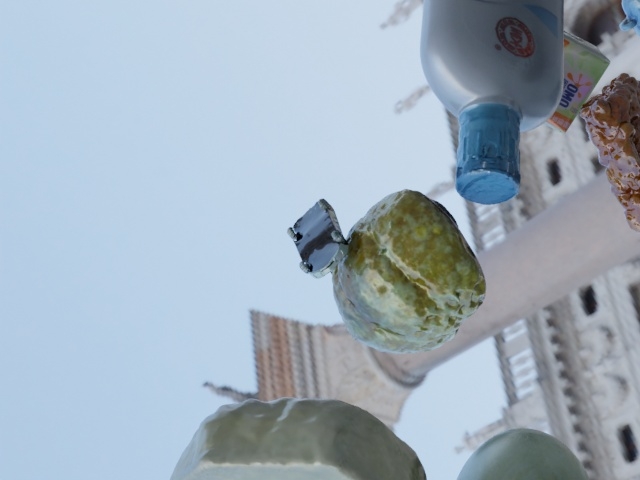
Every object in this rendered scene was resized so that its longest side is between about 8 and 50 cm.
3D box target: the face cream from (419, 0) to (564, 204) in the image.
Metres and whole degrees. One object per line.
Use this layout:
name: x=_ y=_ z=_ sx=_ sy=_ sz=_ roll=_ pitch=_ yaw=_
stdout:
face cream: x=0.174 y=-0.193 z=1.082 sx=0.163 sy=0.080 sz=0.336 roll=19 pitch=-122 yaw=-19

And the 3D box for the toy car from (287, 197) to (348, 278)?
toy car: x=0.000 y=0.000 z=1.928 sx=0.056 sy=0.095 sz=0.205 roll=39 pitch=-165 yaw=-32

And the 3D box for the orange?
orange: x=0.140 y=0.086 z=1.952 sx=0.271 sy=0.368 sz=0.210 roll=44 pitch=-123 yaw=13

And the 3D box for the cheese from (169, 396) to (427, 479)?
cheese: x=-0.020 y=0.315 z=1.271 sx=0.326 sy=0.318 sz=0.115 roll=32 pitch=-139 yaw=-14

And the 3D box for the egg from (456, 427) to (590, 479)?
egg: x=0.254 y=0.352 z=1.339 sx=0.186 sy=0.186 sz=0.253 roll=37 pitch=-143 yaw=-19

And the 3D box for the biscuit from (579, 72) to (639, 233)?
biscuit: x=0.658 y=-0.182 z=2.187 sx=0.318 sy=0.111 sz=0.312 roll=-37 pitch=-77 yaw=-53

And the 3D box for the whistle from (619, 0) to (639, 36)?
whistle: x=0.531 y=-0.384 z=1.520 sx=0.093 sy=0.269 sz=0.180 roll=56 pitch=176 yaw=-26

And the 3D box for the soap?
soap: x=0.515 y=-0.373 z=2.389 sx=0.182 sy=0.199 sz=0.138 roll=26 pitch=-163 yaw=-11
